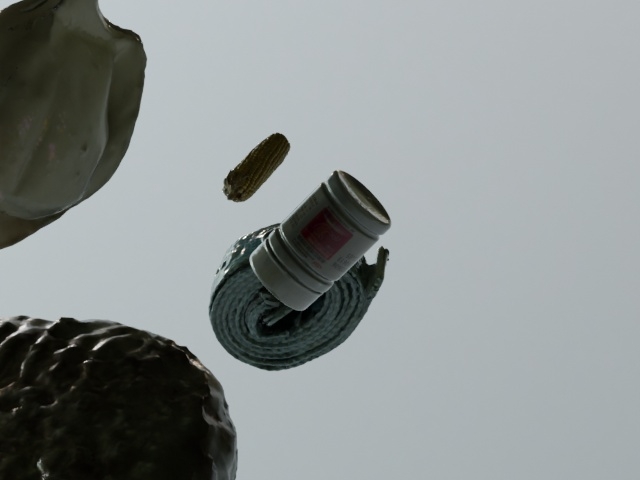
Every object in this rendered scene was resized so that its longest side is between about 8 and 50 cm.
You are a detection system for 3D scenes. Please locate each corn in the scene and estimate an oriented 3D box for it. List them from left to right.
[{"bbox_3d":[-0.053,-0.058,1.422,0.027,0.028,0.083,17,-133,26],"label":"corn"}]

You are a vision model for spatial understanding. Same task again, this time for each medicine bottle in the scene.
[{"bbox_3d":[0.000,0.000,1.259,0.058,0.091,0.058,41,-164,-14],"label":"medicine bottle"}]

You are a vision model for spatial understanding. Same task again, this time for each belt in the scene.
[{"bbox_3d":[-0.031,0.054,1.760,0.147,0.163,0.082,27,-151,-11],"label":"belt"}]

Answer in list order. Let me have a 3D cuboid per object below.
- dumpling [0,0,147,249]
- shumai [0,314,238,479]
[{"bbox_3d":[-0.177,-0.068,1.064,0.136,0.199,0.118,38,-179,-38],"label":"dumpling"},{"bbox_3d":[-0.240,0.270,1.262,0.395,0.348,0.395,-6,-152,3],"label":"shumai"}]
